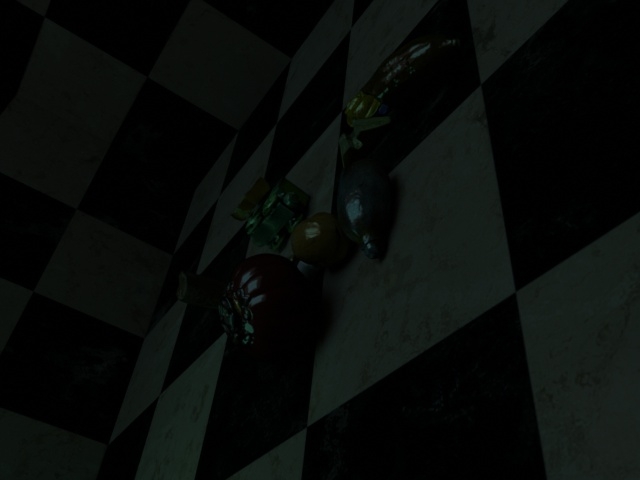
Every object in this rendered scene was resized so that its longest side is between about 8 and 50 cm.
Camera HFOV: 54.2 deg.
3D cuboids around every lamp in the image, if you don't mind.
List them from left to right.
[{"bbox_3d":[-0.142,0.185,1.718,0.303,0.256,0.304,25,120,55],"label":"lamp"}]

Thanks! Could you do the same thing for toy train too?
[{"bbox_3d":[-0.159,-0.092,2.280,0.272,0.159,0.188,-45,16,36],"label":"toy train"}]

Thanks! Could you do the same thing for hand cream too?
[{"bbox_3d":[-0.090,0.194,1.905,0.312,0.070,0.111,-63,21,19],"label":"hand cream"}]

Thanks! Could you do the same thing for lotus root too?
[{"bbox_3d":[0.111,-0.088,1.659,0.158,0.139,0.322,-44,29,38],"label":"lotus root"}]

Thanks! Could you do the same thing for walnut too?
[{"bbox_3d":[0.000,0.000,1.774,0.206,0.159,0.159,-19,47,62],"label":"walnut"}]

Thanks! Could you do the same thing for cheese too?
[{"bbox_3d":[0.160,-0.449,2.101,0.250,0.064,0.157,18,81,59],"label":"cheese"}]

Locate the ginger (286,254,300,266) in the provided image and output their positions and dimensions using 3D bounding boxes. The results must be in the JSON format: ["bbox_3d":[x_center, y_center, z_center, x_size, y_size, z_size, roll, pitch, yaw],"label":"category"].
[{"bbox_3d":[-0.117,0.110,1.925,0.214,0.059,0.133,-27,-31,-41],"label":"ginger"}]

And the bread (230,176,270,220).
[{"bbox_3d":[-0.251,-0.150,2.283,0.103,0.065,0.187,-45,6,45],"label":"bread"}]

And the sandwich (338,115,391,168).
[{"bbox_3d":[0.120,-0.314,1.986,0.244,0.088,0.090,-48,28,31],"label":"sandwich"}]

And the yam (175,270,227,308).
[{"bbox_3d":[-0.450,0.204,2.477,0.129,0.238,0.128,-56,27,33],"label":"yam"}]

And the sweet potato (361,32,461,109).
[{"bbox_3d":[0.266,-0.492,1.799,0.369,0.157,0.158,-35,33,46],"label":"sweet potato"}]
